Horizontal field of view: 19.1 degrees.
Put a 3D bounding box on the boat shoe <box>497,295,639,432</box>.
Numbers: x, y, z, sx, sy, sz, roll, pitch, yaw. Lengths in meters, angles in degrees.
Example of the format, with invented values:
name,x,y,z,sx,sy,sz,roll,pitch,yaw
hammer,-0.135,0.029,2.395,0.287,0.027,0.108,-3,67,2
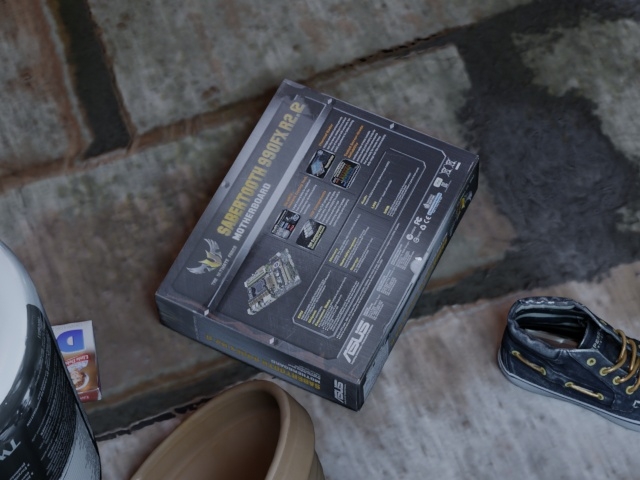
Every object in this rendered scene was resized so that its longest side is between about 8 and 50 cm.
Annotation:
name,x,y,z,sx,sy,sz,roll,pitch,yaw
boat shoe,0.226,0.097,1.457,0.183,0.083,0.065,13,63,9

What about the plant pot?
name,x,y,z,sx,sy,sz,roll,pitch,yaw
plant pot,-0.067,0.225,1.355,0.109,0.237,0.237,39,64,-19

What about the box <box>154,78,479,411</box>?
name,x,y,z,sx,sy,sz,roll,pitch,yaw
box,0.000,0.000,1.536,0.183,0.056,0.231,22,64,14

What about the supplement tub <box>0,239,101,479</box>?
name,x,y,z,sx,sy,sz,roll,pitch,yaw
supplement tub,-0.266,0.137,1.312,0.207,0.338,0.207,-1,61,2

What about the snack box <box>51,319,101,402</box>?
name,x,y,z,sx,sy,sz,roll,pitch,yaw
snack box,-0.265,0.109,1.507,0.178,0.022,0.064,-9,60,-2
